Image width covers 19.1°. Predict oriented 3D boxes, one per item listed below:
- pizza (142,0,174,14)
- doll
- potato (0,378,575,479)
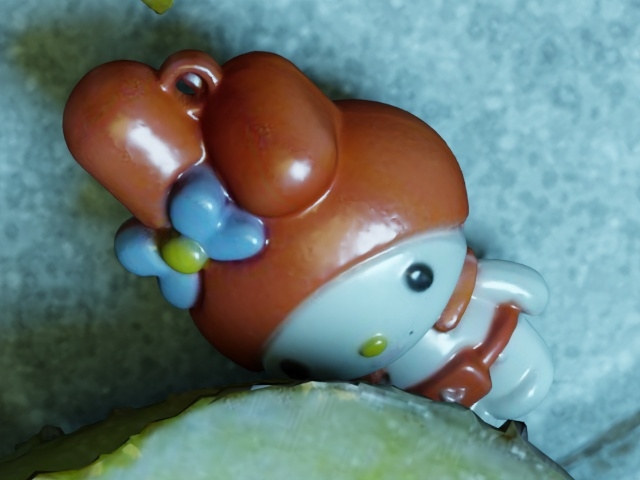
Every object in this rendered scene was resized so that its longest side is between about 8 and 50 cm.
[{"bbox_3d":[-0.033,-0.217,0.930,0.365,0.074,0.182,-14,104,1],"label":"pizza"},{"bbox_3d":[0.000,0.000,0.961,0.161,0.130,0.290,-36,119,20],"label":"doll"},{"bbox_3d":[-0.027,0.271,0.956,0.442,0.319,0.385,27,76,-5],"label":"potato"}]
